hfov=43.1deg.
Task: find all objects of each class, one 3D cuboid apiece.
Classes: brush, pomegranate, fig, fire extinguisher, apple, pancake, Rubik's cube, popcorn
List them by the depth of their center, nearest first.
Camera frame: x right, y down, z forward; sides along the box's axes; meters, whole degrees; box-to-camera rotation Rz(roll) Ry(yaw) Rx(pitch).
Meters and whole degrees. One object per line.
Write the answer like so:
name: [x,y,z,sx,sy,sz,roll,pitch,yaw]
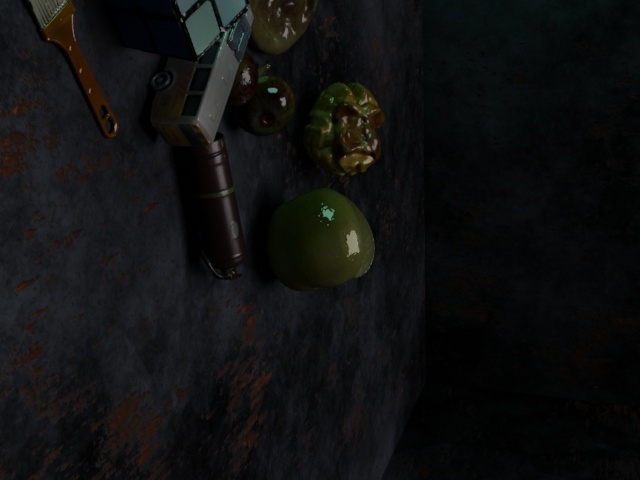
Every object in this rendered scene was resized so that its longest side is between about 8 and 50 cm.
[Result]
brush: [-0.393,-0.289,1.315,0.314,0.017,0.090,74,30,-46]
Rubik's cube: [-0.254,-0.439,1.396,0.180,0.167,0.183,-53,147,-32]
pomegranate: [-0.197,-0.334,1.701,0.129,0.129,0.159,75,27,-43]
fire extinguisher: [-0.217,-0.058,1.722,0.141,0.105,0.341,-51,137,-57]
fig: [-0.138,-0.353,1.903,0.245,0.149,0.149,-101,176,-45]
pancake: [-0.097,-0.575,1.933,0.294,0.049,0.294,-42,148,-34]
apple: [0.000,0.000,2.102,0.292,0.292,0.254,-4,74,-71]
popcorn: [0.063,-0.331,2.348,0.332,0.225,0.265,-97,-165,-70]

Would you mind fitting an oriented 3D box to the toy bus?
toy bus: [-0.232,-0.347,1.579,0.097,0.138,0.342,57,42,-56]
